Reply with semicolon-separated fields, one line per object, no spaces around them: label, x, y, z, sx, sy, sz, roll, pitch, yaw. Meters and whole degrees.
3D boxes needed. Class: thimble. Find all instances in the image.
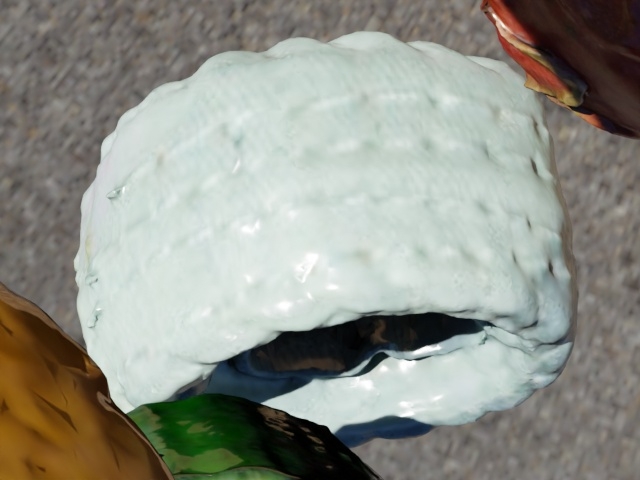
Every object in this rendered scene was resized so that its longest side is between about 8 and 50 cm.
thimble;0.000;0.000;1.002;0.250;0.171;0.205;-8;155;0

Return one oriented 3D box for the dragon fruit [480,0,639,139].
dragon fruit;0.168;-0.135;0.676;0.241;0.241;0.252;39;139;-10

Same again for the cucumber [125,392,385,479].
cucumber;-0.027;0.158;0.818;0.191;0.130;0.191;-4;105;-16

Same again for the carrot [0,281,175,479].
carrot;-0.155;0.113;0.347;0.196;0.196;0.254;39;108;-9
